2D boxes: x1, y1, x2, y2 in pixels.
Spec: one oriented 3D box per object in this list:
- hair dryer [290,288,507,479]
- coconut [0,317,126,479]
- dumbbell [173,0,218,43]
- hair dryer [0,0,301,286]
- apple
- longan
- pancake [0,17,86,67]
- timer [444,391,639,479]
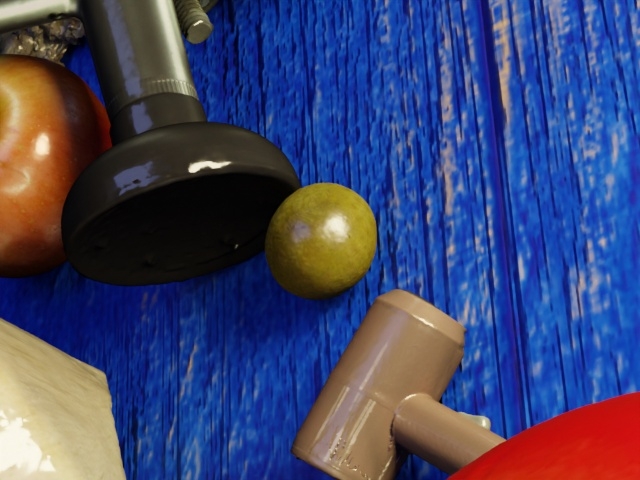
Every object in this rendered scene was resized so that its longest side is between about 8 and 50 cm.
[{"bbox_3d":[0.076,0.108,1.024,0.182,0.064,0.117,26,83,40],"label":"hair dryer"},{"bbox_3d":[-0.278,0.197,1.100,0.415,0.344,0.415,-1,38,1],"label":"coconut"},{"bbox_3d":[-0.126,-0.226,1.395,0.081,0.081,0.254,-43,43,15],"label":"dumbbell"},{"bbox_3d":[-0.200,-0.096,1.236,0.284,0.156,0.320,-29,66,6],"label":"hair dryer"},{"bbox_3d":[-0.217,-0.052,1.338,0.163,0.139,0.163,-12,63,24],"label":"apple"},{"bbox_3d":[0.000,0.000,1.155,0.075,0.075,0.083,-53,6,4],"label":"longan"},{"bbox_3d":[-0.338,-0.181,1.536,0.382,0.071,0.382,-11,66,27],"label":"pancake"},{"bbox_3d":[0.150,0.239,0.707,0.378,0.279,0.378,-24,49,30],"label":"timer"}]
